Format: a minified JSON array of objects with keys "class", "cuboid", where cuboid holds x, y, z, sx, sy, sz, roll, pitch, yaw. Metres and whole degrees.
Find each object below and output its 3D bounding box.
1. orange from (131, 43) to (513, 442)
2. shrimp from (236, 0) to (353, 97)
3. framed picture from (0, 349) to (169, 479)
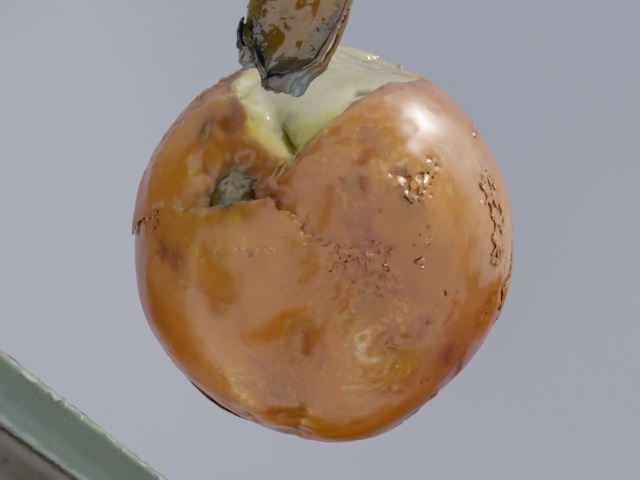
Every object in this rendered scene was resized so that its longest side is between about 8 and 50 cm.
[{"class":"orange","cuboid":[0.000,0.000,1.195,0.240,0.240,0.240,-1,-67,-2]},{"class":"shrimp","cuboid":[-0.051,-0.126,0.695,0.161,0.049,0.166,-10,-94,23]},{"class":"framed picture","cuboid":[-0.152,0.119,0.518,0.232,0.019,0.296,-44,-40,-3]}]
